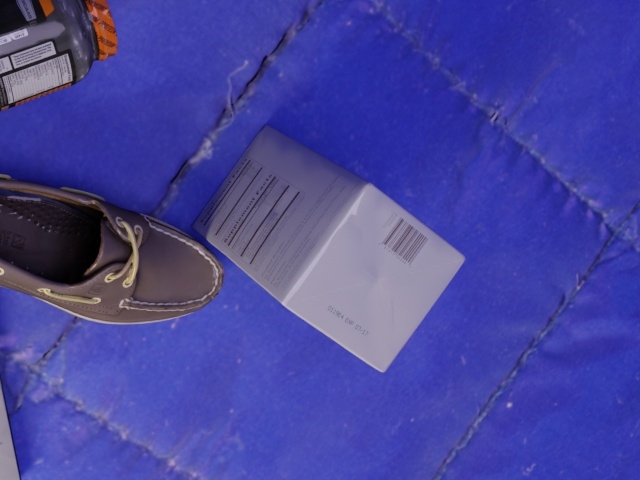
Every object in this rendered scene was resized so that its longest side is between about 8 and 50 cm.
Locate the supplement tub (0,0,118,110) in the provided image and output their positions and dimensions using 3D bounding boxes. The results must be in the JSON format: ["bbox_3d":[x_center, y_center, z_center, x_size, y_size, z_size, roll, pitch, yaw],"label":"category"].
[{"bbox_3d":[-0.282,-0.174,1.123,0.190,0.117,0.117,-24,115,-18],"label":"supplement tub"}]

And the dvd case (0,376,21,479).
[{"bbox_3d":[-0.394,0.160,1.226,0.179,0.029,0.239,-14,112,-22],"label":"dvd case"}]

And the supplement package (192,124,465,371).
[{"bbox_3d":[0.000,0.000,1.240,0.139,0.244,0.134,36,89,-31],"label":"supplement package"}]

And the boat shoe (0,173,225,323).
[{"bbox_3d":[-0.227,0.009,1.209,0.324,0.097,0.116,17,78,-29],"label":"boat shoe"}]
